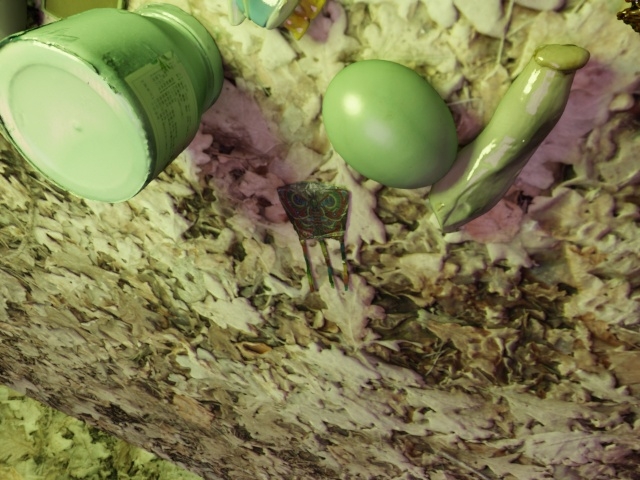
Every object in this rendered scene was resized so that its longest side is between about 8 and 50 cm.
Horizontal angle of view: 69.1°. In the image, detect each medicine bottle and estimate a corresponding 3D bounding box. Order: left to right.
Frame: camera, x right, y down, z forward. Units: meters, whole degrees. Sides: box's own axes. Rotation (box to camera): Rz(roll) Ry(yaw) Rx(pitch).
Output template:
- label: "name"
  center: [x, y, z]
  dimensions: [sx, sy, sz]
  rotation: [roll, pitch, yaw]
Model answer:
- label: "medicine bottle"
  center: [-0.300, -0.235, 0.725]
  dimensions: [0.244, 0.290, 0.245]
  rotation: [10, 131, 11]

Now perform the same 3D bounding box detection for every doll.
- label: "doll"
  center: [-0.107, -0.392, 0.660]
  dimensions: [0.241, 0.099, 0.135]
  rotation: [38, 152, -11]

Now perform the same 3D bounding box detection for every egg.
- label: "egg"
  center: [0.108, -0.173, 0.712]
  dimensions: [0.230, 0.168, 0.168]
  rotation: [33, 131, -17]

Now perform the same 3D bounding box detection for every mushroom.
- label: "mushroom"
  center: [0.278, -0.142, 0.731]
  dimensions: [0.109, 0.097, 0.351]
  rotation: [14, 131, -21]

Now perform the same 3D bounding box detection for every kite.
- label: "kite"
  center: [0.000, 0.000, 0.991]
  dimensions: [0.152, 0.015, 0.286]
  rotation: [4, 126, 19]

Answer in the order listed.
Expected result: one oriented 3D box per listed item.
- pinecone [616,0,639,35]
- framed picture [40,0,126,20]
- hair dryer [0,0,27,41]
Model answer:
- label: "pinecone"
  center: [0.425, -0.298, 0.557]
  dimensions: [0.102, 0.102, 0.109]
  rotation: [34, 120, -9]
- label: "framed picture"
  center: [-0.392, -0.439, 0.773]
  dimensions: [0.150, 0.015, 0.203]
  rotation: [29, 131, -5]
- label: "hair dryer"
  center: [-0.659, -0.479, 0.800]
  dimensions: [0.361, 0.121, 0.301]
  rotation: [32, 140, 5]
